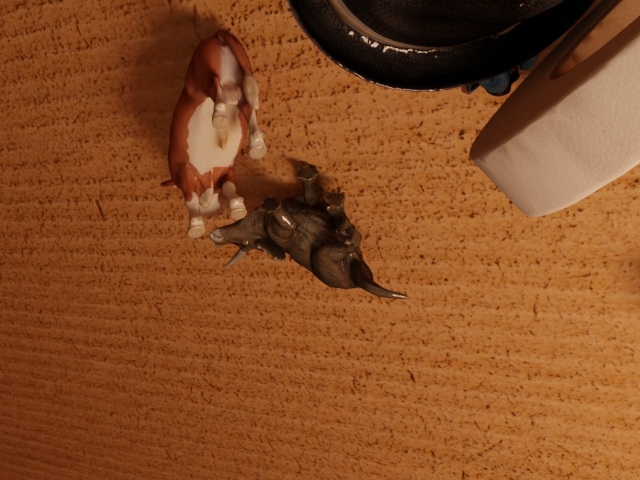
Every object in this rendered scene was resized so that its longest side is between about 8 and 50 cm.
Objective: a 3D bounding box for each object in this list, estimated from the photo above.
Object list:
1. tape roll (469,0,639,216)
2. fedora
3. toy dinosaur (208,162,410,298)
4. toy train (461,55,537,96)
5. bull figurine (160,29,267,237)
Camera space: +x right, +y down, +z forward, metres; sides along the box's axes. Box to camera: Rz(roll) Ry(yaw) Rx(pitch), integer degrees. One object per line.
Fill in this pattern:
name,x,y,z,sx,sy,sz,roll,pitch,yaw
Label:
tape roll,0.276,-0.174,0.822,0.072,0.392,0.392,45,142,-3
fedora,0.130,-0.270,0.902,0.334,0.334,0.152,60,177,-21
toy dinosaur,0.000,0.000,1.473,0.314,0.121,0.160,23,150,17
toy train,0.171,-0.237,1.109,0.105,0.080,0.184,30,143,30
bull figurine,-0.147,-0.123,1.427,0.188,0.101,0.310,-114,27,-43
